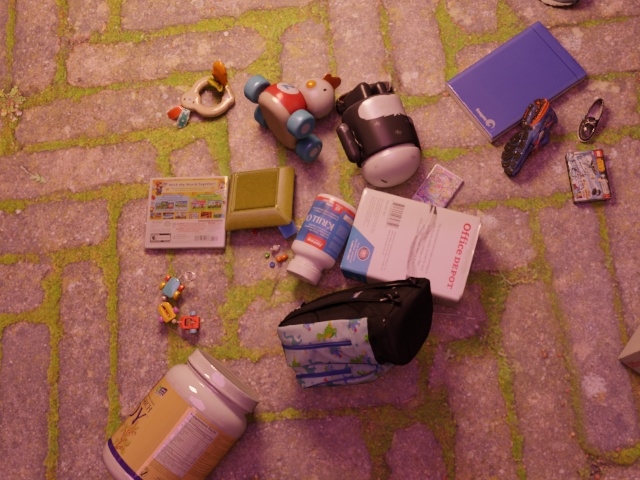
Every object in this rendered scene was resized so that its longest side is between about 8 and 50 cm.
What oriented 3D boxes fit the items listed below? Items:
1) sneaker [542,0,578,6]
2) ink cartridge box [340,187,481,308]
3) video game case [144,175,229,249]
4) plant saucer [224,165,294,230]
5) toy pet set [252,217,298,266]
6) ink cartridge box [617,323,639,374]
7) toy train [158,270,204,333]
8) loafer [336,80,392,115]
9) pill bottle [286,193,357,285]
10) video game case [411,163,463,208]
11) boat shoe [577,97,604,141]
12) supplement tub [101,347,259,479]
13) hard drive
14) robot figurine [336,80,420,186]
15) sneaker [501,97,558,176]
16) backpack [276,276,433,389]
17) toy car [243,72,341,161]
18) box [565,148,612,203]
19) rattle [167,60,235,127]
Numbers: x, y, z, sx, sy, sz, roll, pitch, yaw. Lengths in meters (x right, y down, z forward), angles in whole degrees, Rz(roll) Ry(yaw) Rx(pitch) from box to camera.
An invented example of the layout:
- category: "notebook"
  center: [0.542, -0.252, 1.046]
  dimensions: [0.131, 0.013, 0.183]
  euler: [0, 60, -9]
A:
- category: "sneaker"
  center: [0.624, -0.773, 1.928]
  dimensions: [0.110, 0.122, 0.283]
  euler: [-42, 74, -5]
- category: "ink cartridge box"
  center: [0.231, 0.022, 1.757]
  dimensions: [0.307, 0.129, 0.223]
  euler: [16, 77, 11]
- category: "video game case"
  center: [-0.369, -0.077, 1.908]
  dimensions: [0.227, 0.026, 0.206]
  euler: [-1, 75, 7]
- category: "plant saucer"
  center: [-0.169, -0.124, 1.852]
  dimensions: [0.188, 0.045, 0.188]
  euler: [-5, 59, 13]
- category: "toy pet set"
  center: [-0.117, -0.012, 1.840]
  dimensions: [0.114, 0.065, 0.122]
  euler: [-30, 74, -2]
- category: "ink cartridge box"
  center: [0.867, 0.303, 1.557]
  dimensions: [0.306, 0.226, 0.131]
  euler: [36, 80, 15]
- category: "toy train"
  center: [-0.369, 0.169, 1.833]
  dimensions: [0.125, 0.046, 0.166]
  euler: [-6, 77, 4]
- category: "loafer"
  center: [0.123, -0.403, 1.919]
  dimensions: [0.170, 0.061, 0.062]
  euler: [-26, 73, -2]
- category: "pill bottle"
  center: [0.000, 0.000, 1.792]
  dimensions: [0.124, 0.124, 0.221]
  euler: [24, 79, 12]
- category: "video game case"
  center: [0.315, -0.137, 1.851]
  dimensions: [0.087, 0.011, 0.122]
  euler: [34, 82, 14]
- category: "boat shoe"
  center: [0.726, -0.323, 1.839]
  dimensions: [0.046, 0.038, 0.125]
  euler: [28, 80, 13]
- category: "supplement tub"
  center: [-0.329, 0.450, 1.649]
  dimensions: [0.241, 0.241, 0.331]
  euler: [38, 82, 15]
- category: "hard drive"
  center: [0.535, -0.439, 1.891]
  dimensions: [0.319, 0.040, 0.210]
  euler: [-34, 74, -3]
- category: "robot figurine"
  center: [0.156, -0.277, 1.821]
  dimensions: [0.209, 0.173, 0.278]
  euler: [-20, 80, 3]
- category: "sneaker"
  center: [0.561, -0.263, 1.820]
  dimensions: [0.087, 0.083, 0.221]
  euler: [29, 94, -22]
- category: "backpack"
  center: [0.065, 0.223, 1.630]
  dimensions: [0.356, 0.290, 0.273]
  euler: [0, 107, 28]
- category: "toy car"
  center: [-0.041, -0.382, 1.863]
  dimensions: [0.238, 0.210, 0.219]
  euler: [-43, 63, -11]
- category: "box"
  center: [0.703, -0.169, 1.805]
  dimensions: [0.094, 0.027, 0.137]
  euler: [-6, 75, 7]
- category: "rattle"
  center: [-0.348, -0.408, 1.940]
  dimensions: [0.200, 0.143, 0.130]
  euler: [-19, 92, -5]
